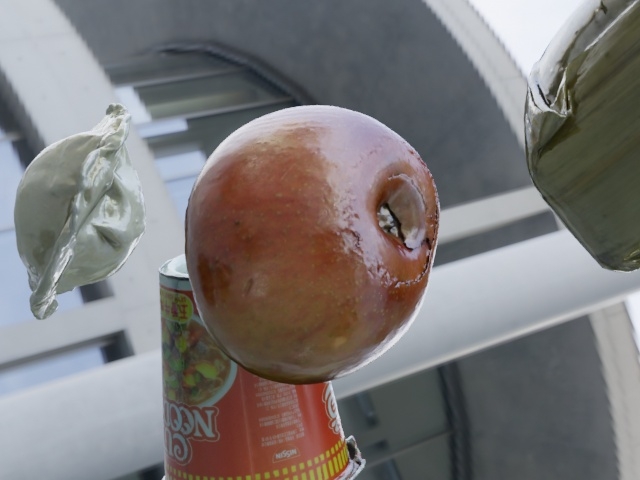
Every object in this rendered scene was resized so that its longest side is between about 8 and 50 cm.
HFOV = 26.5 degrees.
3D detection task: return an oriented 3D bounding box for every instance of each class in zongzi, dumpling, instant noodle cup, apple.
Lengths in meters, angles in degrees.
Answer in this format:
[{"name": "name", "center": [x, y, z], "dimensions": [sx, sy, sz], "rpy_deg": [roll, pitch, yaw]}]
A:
[{"name": "zongzi", "center": [0.202, -0.108, 0.631], "dimensions": [0.228, 0.256, 0.115], "rpy_deg": [-42, -92, 21]}, {"name": "dumpling", "center": [-0.264, -0.032, 1.497], "dimensions": [0.258, 0.147, 0.193], "rpy_deg": [-67, -168, -1]}, {"name": "instant noodle cup", "center": [-0.067, 0.117, 1.242], "dimensions": [0.193, 0.193, 0.212], "rpy_deg": [8, -71, 50]}, {"name": "apple", "center": [0.000, 0.000, 1.077], "dimensions": [0.173, 0.210, 0.235], "rpy_deg": [-19, -127, 29]}]
